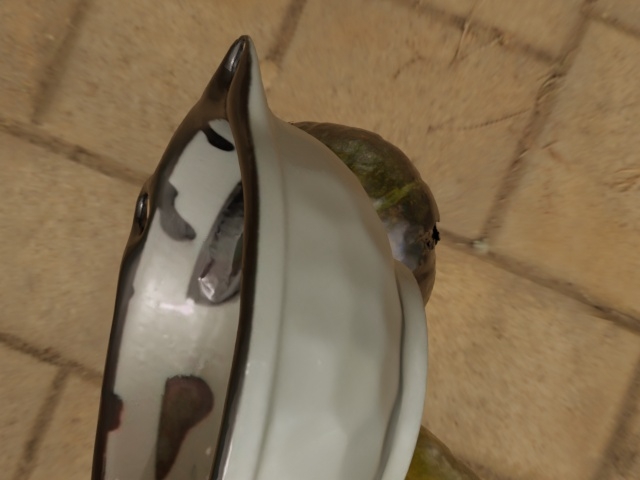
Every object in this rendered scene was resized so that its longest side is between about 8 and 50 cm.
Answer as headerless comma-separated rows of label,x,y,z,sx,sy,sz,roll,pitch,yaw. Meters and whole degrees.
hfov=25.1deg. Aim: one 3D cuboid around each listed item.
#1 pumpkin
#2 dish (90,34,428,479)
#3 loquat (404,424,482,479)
pumpkin,0.000,0.000,1.777,0.320,0.192,0.321,10,114,24
dish,-0.027,0.066,0.727,0.120,0.303,0.303,12,91,-19
loquat,0.014,0.291,1.291,0.284,0.276,0.276,-40,89,-19
